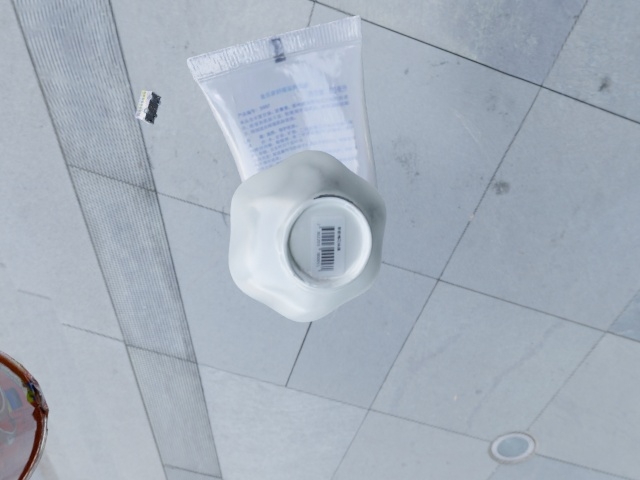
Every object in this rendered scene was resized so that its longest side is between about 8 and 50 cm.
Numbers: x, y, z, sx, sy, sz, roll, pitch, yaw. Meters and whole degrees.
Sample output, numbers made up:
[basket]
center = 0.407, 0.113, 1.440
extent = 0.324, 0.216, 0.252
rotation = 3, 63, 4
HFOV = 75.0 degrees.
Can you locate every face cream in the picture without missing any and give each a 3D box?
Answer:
[face cream]
center = -0.021, -0.108, 0.674
extent = 0.235, 0.137, 0.420
rotation = -11, 131, 5

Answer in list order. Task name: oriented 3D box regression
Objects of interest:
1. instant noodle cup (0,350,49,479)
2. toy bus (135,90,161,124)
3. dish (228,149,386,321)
[instant noodle cup]
center = -0.448, 0.232, 0.448
extent = 0.250, 0.250, 0.192
rotation = 35, 153, -14
[toy bus]
center = -0.580, -0.446, 1.400
extent = 0.058, 0.052, 0.102
rotation = 13, 87, 21
[dish]
center = 0.000, 0.000, 0.430
extent = 0.191, 0.066, 0.190
rotation = -2, 98, -19
